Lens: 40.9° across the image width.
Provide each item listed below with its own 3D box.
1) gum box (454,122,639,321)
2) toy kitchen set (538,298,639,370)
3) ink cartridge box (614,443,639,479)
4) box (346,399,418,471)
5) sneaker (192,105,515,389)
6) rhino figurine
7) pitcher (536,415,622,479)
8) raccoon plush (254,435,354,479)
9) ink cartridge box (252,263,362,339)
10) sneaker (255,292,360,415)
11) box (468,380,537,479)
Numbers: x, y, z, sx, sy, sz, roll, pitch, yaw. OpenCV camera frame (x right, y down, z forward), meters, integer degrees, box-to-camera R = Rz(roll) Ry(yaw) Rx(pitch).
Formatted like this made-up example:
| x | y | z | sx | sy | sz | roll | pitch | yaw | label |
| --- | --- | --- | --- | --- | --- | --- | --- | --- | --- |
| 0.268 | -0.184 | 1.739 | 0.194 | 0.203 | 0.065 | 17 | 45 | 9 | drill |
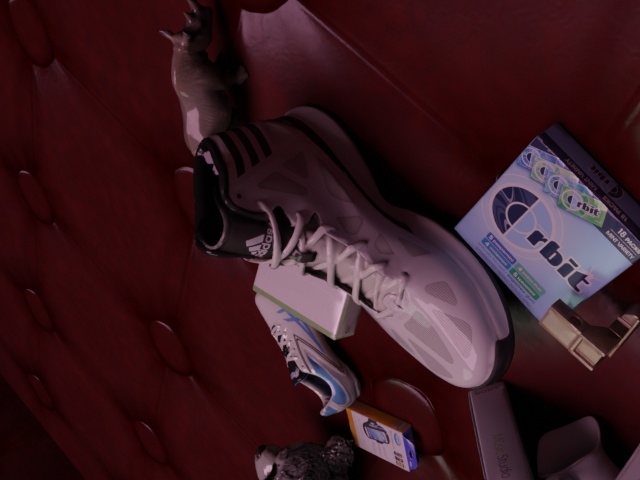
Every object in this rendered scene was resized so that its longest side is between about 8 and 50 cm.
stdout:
| x | y | z | sx | sy | sz | roll | pitch | yaw | label |
| --- | --- | --- | --- | --- | --- | --- | --- | --- | --- |
| 0.247 | -0.010 | 0.916 | 0.157 | 0.041 | 0.184 | 49 | 146 | 11 | gum box |
| 0.291 | 0.073 | 0.892 | 0.075 | 0.083 | 0.068 | 44 | 144 | 21 | toy kitchen set |
| 0.404 | 0.277 | 0.845 | 0.208 | 0.153 | 0.087 | 35 | 171 | 30 | ink cartridge box |
| 0.104 | 0.313 | 1.367 | 0.136 | 0.028 | 0.081 | 15 | 128 | 42 | box |
| 0.004 | 0.030 | 1.008 | 0.447 | 0.257 | 0.169 | 48 | 133 | 23 | sneaker |
| -0.159 | -0.220 | 1.188 | 0.073 | 0.106 | 0.243 | 20 | 132 | 41 | rhino figurine |
| 0.324 | 0.331 | 0.981 | 0.125 | 0.178 | 0.207 | -32 | 90 | 33 | pitcher |
| 0.058 | 0.503 | 1.493 | 0.446 | 0.216 | 0.299 | 29 | 140 | -12 | raccoon plush |
| 0.000 | 0.000 | 1.221 | 0.171 | 0.056 | 0.235 | 29 | 113 | 34 | ink cartridge box |
| -0.032 | 0.173 | 1.371 | 0.237 | 0.086 | 0.085 | 51 | 147 | 11 | sneaker |
| 0.262 | 0.370 | 1.066 | 0.058 | 0.232 | 0.322 | -16 | 108 | 9 | box |
